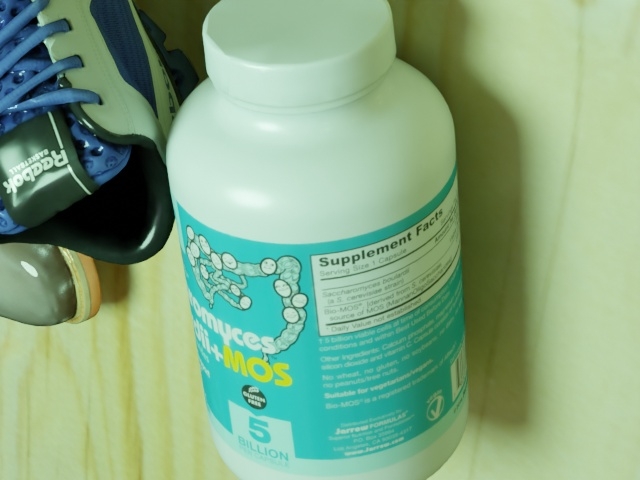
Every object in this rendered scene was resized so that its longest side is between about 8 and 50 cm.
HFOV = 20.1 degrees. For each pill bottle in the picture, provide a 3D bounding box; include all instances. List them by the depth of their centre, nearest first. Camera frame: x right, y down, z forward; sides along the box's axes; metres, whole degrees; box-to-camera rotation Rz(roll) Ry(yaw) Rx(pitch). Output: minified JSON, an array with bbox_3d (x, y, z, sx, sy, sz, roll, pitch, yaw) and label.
[{"bbox_3d":[0.000,0.000,0.936,0.146,0.146,0.264,18,132,31],"label":"pill bottle"}]

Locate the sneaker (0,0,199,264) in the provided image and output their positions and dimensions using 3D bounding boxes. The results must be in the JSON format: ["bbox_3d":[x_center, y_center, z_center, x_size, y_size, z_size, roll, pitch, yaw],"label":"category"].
[{"bbox_3d":[-0.152,-0.106,0.917,0.127,0.182,0.315,-29,120,11],"label":"sneaker"}]

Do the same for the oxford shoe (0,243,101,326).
[{"bbox_3d":[-0.307,-0.002,1.219,0.364,0.133,0.130,18,131,31],"label":"oxford shoe"}]
